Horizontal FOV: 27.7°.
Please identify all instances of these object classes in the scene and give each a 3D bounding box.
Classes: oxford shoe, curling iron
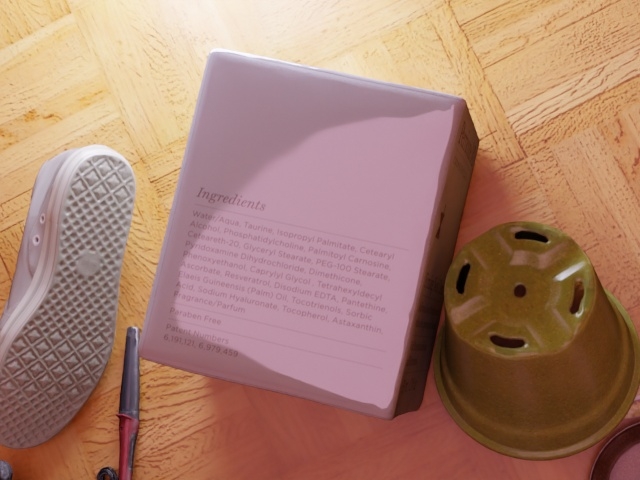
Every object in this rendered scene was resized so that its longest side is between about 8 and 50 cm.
[{"bbox_3d":[-0.376,0.077,1.847,0.130,0.169,0.449,22,98,51],"label":"oxford shoe"},{"bbox_3d":[-0.288,0.259,1.854,0.068,0.035,0.274,8,87,10],"label":"curling iron"}]

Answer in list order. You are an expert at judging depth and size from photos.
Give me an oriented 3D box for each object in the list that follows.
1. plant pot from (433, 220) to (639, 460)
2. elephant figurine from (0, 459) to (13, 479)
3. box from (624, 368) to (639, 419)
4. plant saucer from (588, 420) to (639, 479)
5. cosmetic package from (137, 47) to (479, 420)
[{"bbox_3d":[0.260,0.109,1.627,0.276,0.254,0.276,-6,64,12],"label":"plant pot"},{"bbox_3d":[-0.389,0.417,1.775,0.239,0.186,0.169,22,49,19],"label":"elephant figurine"},{"bbox_3d":[0.406,0.206,1.730,0.324,0.063,0.067,-12,83,8],"label":"box"},{"bbox_3d":[0.455,0.335,1.725,0.199,0.036,0.198,-1,84,9],"label":"plant saucer"},{"bbox_3d":[0.000,0.000,1.681,0.327,0.329,0.393,13,88,11],"label":"cosmetic package"}]
